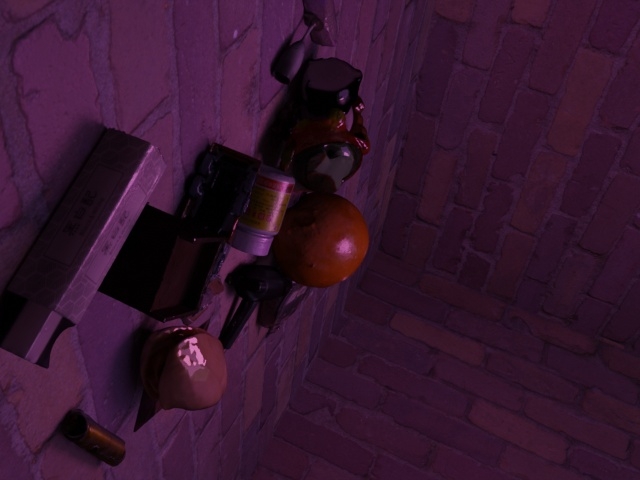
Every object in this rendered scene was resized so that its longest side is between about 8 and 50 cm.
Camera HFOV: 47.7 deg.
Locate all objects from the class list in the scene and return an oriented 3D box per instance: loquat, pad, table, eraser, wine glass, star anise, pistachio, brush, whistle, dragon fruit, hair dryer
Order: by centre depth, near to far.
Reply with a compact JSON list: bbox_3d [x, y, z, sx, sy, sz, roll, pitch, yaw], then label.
[{"bbox_3d":[-0.400,0.006,1.203,0.096,0.098,0.404,77,36,-67],"label":"eraser"},{"bbox_3d":[-0.315,0.035,1.381,0.172,0.193,0.169,-3,115,-76],"label":"table"},{"bbox_3d":[-0.498,0.451,1.631,0.326,0.057,0.068,86,29,-64],"label":"whistle"},{"bbox_3d":[-0.328,0.309,1.767,0.214,0.193,0.318,-46,156,-21],"label":"pistachio"},{"bbox_3d":[-0.287,0.133,1.831,0.065,0.070,0.327,-33,-176,11],"label":"brush"},{"bbox_3d":[-0.058,-0.490,1.869,0.066,0.066,0.198,82,32,-66],"label":"wine glass"},{"bbox_3d":[-0.403,0.366,2.000,0.330,0.004,0.220,-39,148,-65],"label":"pad"},{"bbox_3d":[-0.099,-0.326,2.014,0.141,0.042,0.141,-56,163,-27],"label":"star anise"},{"bbox_3d":[0.005,-0.231,2.026,0.295,0.268,0.130,112,-30,-47],"label":"dragon fruit"},{"bbox_3d":[-0.243,0.212,2.220,0.303,0.116,0.244,-62,165,5],"label":"hair dryer"},{"bbox_3d":[0.000,0.000,2.336,0.328,0.328,0.329,22,90,-77],"label":"loquat"}]

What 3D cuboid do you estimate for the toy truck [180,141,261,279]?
[{"bbox_3d":[-0.251,-0.037,1.683,0.184,0.132,0.339,103,8,-81],"label":"toy truck"}]

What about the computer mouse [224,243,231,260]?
[{"bbox_3d":[-0.256,-0.006,1.842,0.113,0.068,0.229,-11,123,-77],"label":"computer mouse"}]

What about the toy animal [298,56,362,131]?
[{"bbox_3d":[0.019,-0.390,2.085,0.235,0.165,0.187,103,-8,-49],"label":"toy animal"}]

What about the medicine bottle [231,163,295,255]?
[{"bbox_3d":[-0.163,-0.085,1.933,0.139,0.139,0.226,-21,132,-73],"label":"medicine bottle"}]

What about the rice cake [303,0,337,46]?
[{"bbox_3d":[-0.002,-0.622,1.861,0.399,0.070,0.064,71,39,-72],"label":"rice cake"}]

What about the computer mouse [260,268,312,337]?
[{"bbox_3d":[-0.137,0.197,2.596,0.199,0.115,0.389,-23,150,-50],"label":"computer mouse"}]

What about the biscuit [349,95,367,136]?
[{"bbox_3d":[0.032,-0.323,2.245,0.043,0.278,0.301,16,121,-39],"label":"biscuit"}]

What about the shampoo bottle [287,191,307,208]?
[{"bbox_3d":[-0.116,-0.144,2.165,0.323,0.084,0.129,-40,139,-66],"label":"shampoo bottle"}]
